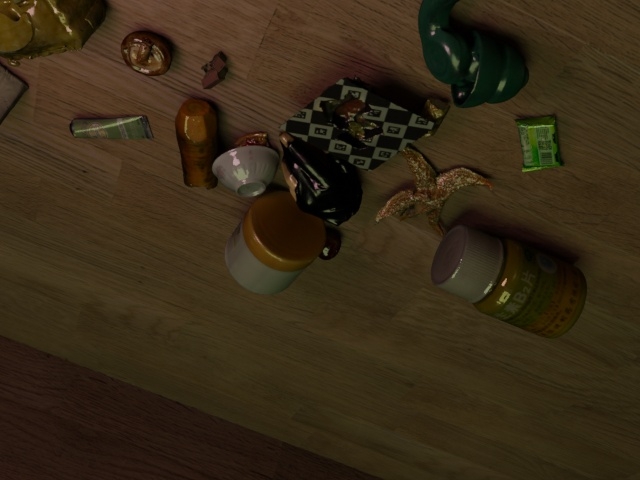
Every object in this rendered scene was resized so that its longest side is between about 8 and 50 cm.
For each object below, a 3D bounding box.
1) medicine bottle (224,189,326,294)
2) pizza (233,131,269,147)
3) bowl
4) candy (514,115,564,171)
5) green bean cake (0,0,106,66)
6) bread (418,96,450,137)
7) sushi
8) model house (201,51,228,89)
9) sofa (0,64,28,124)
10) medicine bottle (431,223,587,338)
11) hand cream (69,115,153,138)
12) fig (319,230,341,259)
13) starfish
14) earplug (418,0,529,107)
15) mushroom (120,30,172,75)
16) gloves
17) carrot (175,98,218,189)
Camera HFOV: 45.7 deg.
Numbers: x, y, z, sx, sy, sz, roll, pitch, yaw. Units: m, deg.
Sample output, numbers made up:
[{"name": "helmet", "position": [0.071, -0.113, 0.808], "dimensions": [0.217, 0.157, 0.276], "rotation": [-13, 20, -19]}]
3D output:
[{"name": "medicine bottle", "position": [-0.135, 0.008, 2.206], "dimensions": [0.238, 0.237, 0.232], "rotation": [27, 143, -13]}, {"name": "pizza", "position": [-0.174, -0.260, 2.054], "dimensions": [0.100, 0.029, 0.099], "rotation": [28, 140, -17]}, {"name": "bowl", "position": [-0.197, -0.173, 2.063], "dimensions": [0.189, 0.085, 0.189], "rotation": [-10, 155, -5]}, {"name": "candy", "position": [0.530, -0.233, 1.839], "dimensions": [0.102, 0.032, 0.178], "rotation": [0, 141, 25]}, {"name": "green bean cake", "position": [-0.693, -0.550, 1.740], "dimensions": [0.310, 0.202, 0.285], "rotation": [-7, 135, 26]}, {"name": "bread", "position": [0.267, -0.295, 1.824], "dimensions": [0.060, 0.066, 0.110], "rotation": [9, 141, -12]}, {"name": "sushi", "position": [0.093, -0.293, 1.843], "dimensions": [0.292, 0.059, 0.294], "rotation": [22, 152, -27]}, {"name": "model house", "position": [-0.261, -0.415, 1.869], "dimensions": [0.083, 0.058, 0.057], "rotation": [-21, 129, 38]}, {"name": "sofa", "position": [-0.869, -0.430, 1.946], "dimensions": [0.176, 0.210, 0.225], "rotation": [25, 140, -9]}, {"name": "medicine bottle", "position": [0.517, 0.109, 2.096], "dimensions": [0.385, 0.224, 0.224], "rotation": [23, 142, -13]}, {"name": "hand cream", "position": [-0.591, -0.314, 2.121], "dimensions": [0.235, 0.055, 0.086], "rotation": [2, 143, 6]}, {"name": "fig", "position": [0.000, 0.000, 2.287], "dimensions": [0.125, 0.089, 0.088], "rotation": [36, 144, 13]}, {"name": "starfish", "position": [0.261, -0.113, 2.042], "dimensions": [0.302, 0.084, 0.293], "rotation": [18, 141, -10]}, {"name": "earplug", "position": [0.329, -0.411, 1.624], "dimensions": [0.280, 0.164, 0.257], "rotation": [13, 107, -15]}, {"name": "mushroom", "position": [-0.426, -0.453, 1.857], "dimensions": [0.127, 0.087, 0.127], "rotation": [10, 138, 9]}, {"name": "gloves", "position": [-0.006, -0.177, 2.023], "dimensions": [0.197, 0.152, 0.301], "rotation": [-39, 105, 16]}, {"name": "carrot", "position": [-0.332, -0.250, 2.059], "dimensions": [0.114, 0.114, 0.301], "rotation": [12, 143, 5]}]
